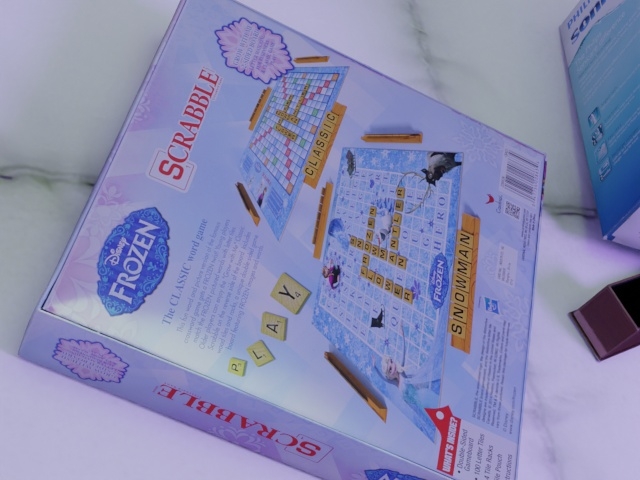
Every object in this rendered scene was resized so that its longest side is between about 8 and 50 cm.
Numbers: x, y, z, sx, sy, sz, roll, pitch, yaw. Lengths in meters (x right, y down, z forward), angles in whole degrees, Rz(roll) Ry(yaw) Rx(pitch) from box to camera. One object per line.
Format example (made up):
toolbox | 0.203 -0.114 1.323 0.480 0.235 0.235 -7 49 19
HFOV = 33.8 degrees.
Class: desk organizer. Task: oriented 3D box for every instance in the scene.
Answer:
desk organizer | 0.271 0.052 0.860 0.130 0.050 0.047 -14 66 -35

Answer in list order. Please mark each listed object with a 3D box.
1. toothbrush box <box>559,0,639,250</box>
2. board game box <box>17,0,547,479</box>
toothbrush box | 0.335 -0.155 0.920 0.126 0.216 0.296 17 46 -18
board game box | 0.000 0.000 0.740 0.318 0.066 0.319 25 50 -11
